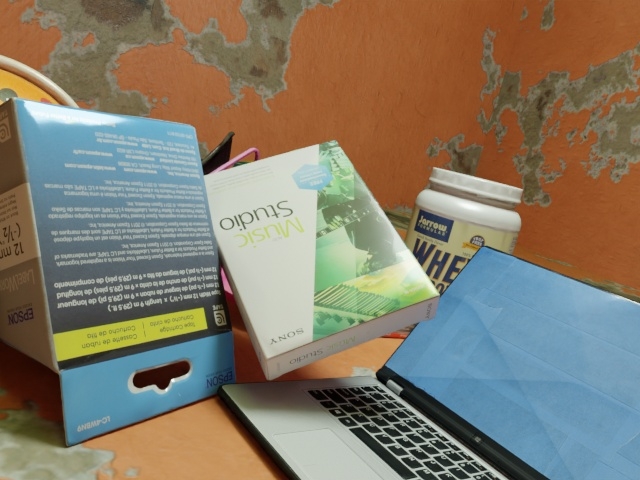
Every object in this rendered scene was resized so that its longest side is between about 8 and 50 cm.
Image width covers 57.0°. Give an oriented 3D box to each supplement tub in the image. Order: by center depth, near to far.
[{"bbox_3d":[0.305,0.018,1.316,0.236,0.324,0.235,13,10,-2],"label":"supplement tub"}]

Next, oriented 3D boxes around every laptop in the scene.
[{"bbox_3d":[0.164,0.151,0.664,0.408,0.236,0.382,7,12,-36],"label":"laptop"}]

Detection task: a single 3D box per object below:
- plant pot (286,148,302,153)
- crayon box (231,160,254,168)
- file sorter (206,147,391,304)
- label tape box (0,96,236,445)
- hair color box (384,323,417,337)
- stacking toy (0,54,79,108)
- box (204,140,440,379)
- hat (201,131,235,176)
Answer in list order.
[{"bbox_3d":[-0.003,-0.067,1.660,0.294,0.274,0.275,38,20,26],"label":"plant pot"},{"bbox_3d":[-0.216,-0.141,1.830,0.081,0.202,0.318,15,9,6],"label":"crayon box"},{"bbox_3d":[-0.055,0.001,0.985,0.291,0.182,0.202,29,40,14],"label":"file sorter"},{"bbox_3d":[-0.241,0.030,0.691,0.115,0.347,0.249,-13,-5,34],"label":"label tape box"},{"bbox_3d":[0.110,0.138,1.176,0.093,0.053,0.167,10,10,-29],"label":"hair color box"},{"bbox_3d":[-0.452,-0.004,0.725,0.351,0.350,0.479,9,30,-26],"label":"stacking toy"},{"bbox_3d":[-0.020,0.005,0.801,0.233,0.058,0.322,-18,54,-15],"label":"box"},{"bbox_3d":[-0.286,-0.080,0.975,0.134,0.331,0.331,38,10,-3],"label":"hat"}]
